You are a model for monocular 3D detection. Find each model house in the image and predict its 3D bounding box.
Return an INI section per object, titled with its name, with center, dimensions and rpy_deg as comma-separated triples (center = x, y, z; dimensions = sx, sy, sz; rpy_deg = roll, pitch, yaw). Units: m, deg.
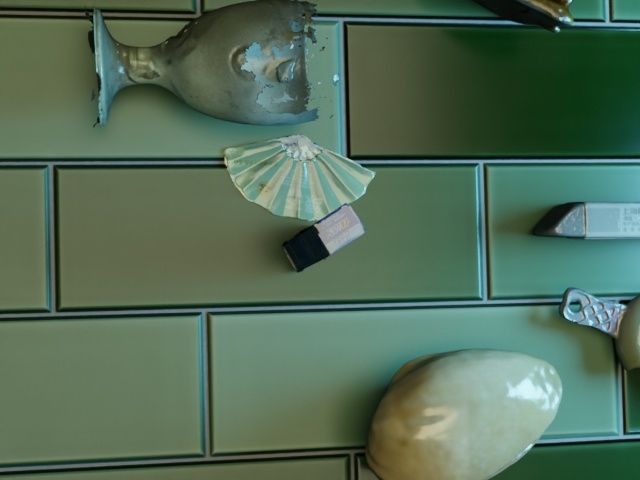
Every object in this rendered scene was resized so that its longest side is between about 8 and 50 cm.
[model house]
center = 0.316, -0.460, 1.903
dimensions = 0.219, 0.199, 0.229
rpy_deg = 26, 87, -22

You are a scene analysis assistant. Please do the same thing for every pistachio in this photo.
[pistachio]
center = 0.209, 0.260, 1.837
dimensions = 0.317, 0.193, 0.214
rpy_deg = -17, 57, -13

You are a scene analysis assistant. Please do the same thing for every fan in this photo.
[fan]
center = -0.033, -0.098, 1.905
dimensions = 0.240, 0.009, 0.131
rpy_deg = 7, 88, -12

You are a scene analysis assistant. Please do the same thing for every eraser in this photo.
[eraser]
center = 0.511, -0.032, 1.972
dimensions = 0.351, 0.089, 0.061
rpy_deg = 0, 91, -12

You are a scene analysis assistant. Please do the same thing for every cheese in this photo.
[cheese]
center = 0.511, 0.143, 1.971
dimensions = 0.286, 0.082, 0.163
rpy_deg = 16, 84, -8

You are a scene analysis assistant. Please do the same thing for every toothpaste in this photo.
[toothpaste]
center = 0.000, 0.000, 1.771
dimensions = 0.066, 0.272, 0.053
rpy_deg = -31, 90, -12

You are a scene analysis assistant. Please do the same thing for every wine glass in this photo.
[wine glass]
center = -0.159, -0.256, 1.800
dimensions = 0.356, 0.190, 0.191
rpy_deg = -1, 88, -7
